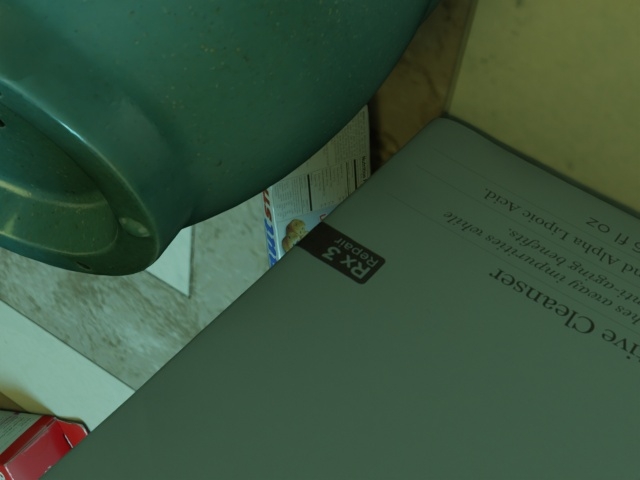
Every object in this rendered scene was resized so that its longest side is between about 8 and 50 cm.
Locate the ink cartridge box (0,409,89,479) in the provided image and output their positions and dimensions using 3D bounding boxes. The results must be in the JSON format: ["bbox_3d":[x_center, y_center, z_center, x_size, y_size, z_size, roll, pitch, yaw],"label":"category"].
[{"bbox_3d":[-0.317,0.260,1.096,0.231,0.078,0.134,-4,120,42],"label":"ink cartridge box"}]

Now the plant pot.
[{"bbox_3d":[-0.104,-0.109,0.435,0.293,0.196,0.293,20,155,10],"label":"plant pot"}]

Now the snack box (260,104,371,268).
[{"bbox_3d":[0.000,0.000,0.613,0.022,0.064,0.178,50,152,47],"label":"snack box"}]

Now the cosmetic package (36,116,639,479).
[{"bbox_3d":[0.029,0.131,0.447,0.217,0.385,0.156,29,137,19],"label":"cosmetic package"}]
